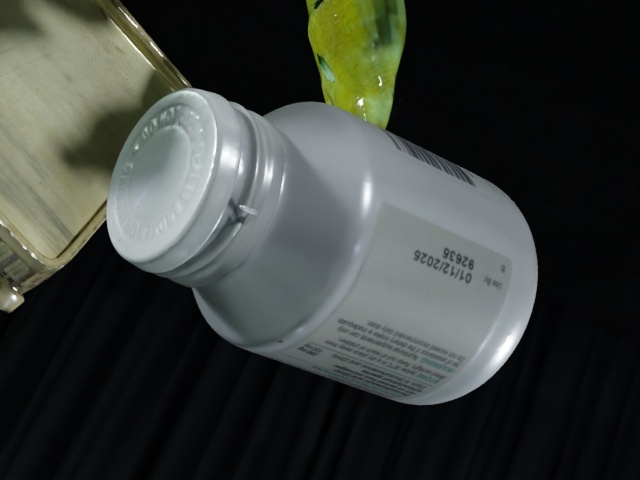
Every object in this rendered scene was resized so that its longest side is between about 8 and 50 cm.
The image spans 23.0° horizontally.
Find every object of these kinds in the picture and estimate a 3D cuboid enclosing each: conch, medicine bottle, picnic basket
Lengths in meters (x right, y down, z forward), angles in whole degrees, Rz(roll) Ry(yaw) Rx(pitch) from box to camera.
[{"bbox_3d":[0.028,-0.163,1.277,0.080,0.200,0.095,6,-19,-12],"label":"conch"},{"bbox_3d":[0.000,0.000,0.825,0.215,0.135,0.135,23,-24,-37],"label":"medicine bottle"},{"bbox_3d":[-0.281,-0.088,1.299,0.175,0.313,0.228,-31,-74,35],"label":"picnic basket"}]
